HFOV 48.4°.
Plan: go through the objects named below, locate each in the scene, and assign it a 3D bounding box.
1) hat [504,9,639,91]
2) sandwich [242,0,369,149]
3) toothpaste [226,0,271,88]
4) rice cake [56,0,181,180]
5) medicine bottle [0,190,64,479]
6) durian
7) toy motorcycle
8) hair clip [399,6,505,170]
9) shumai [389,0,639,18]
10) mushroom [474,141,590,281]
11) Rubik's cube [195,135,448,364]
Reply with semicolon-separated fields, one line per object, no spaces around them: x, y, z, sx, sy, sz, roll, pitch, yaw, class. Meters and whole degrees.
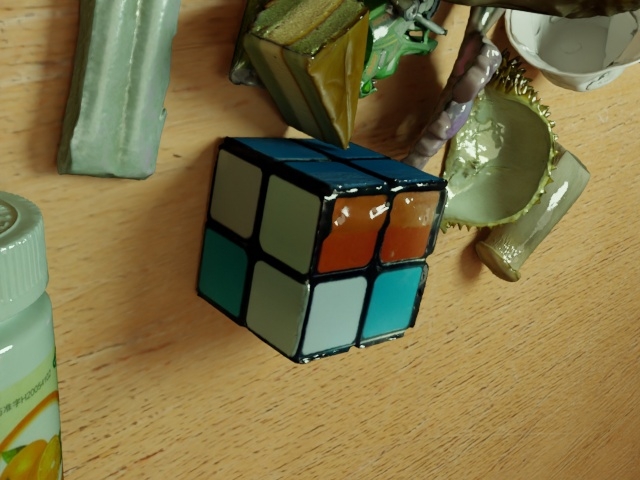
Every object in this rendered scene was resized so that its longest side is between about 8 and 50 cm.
0.350;-0.275;0.945;0.203;0.203;0.126;-58;160;-4;hat
-0.020;-0.134;0.656;0.113;0.079;0.163;-49;158;-40;sandwich
-0.030;-0.261;0.657;0.078;0.047;0.247;-5;116;-58;toothpaste
-0.160;-0.157;0.583;0.085;0.040;0.226;-2;111;-43;rice cake
-0.278;0.132;0.531;0.158;0.158;0.318;-15;121;-39;medicine bottle
0.238;-0.122;0.951;0.139;0.144;0.252;0;117;-21;durian
0.063;-0.212;0.755;0.190;0.074;0.106;-36;141;-27;toy motorcycle
0.172;-0.213;0.826;0.173;0.069;0.300;23;87;-84;hair clip
0.182;-0.300;0.701;0.283;0.346;0.217;-29;135;6;shumai
0.325;-0.054;1.073;0.096;0.108;0.247;38;78;-6;mushroom
-0.001;0.000;0.727;0.183;0.167;0.180;-8;117;-41;Rubik's cube
